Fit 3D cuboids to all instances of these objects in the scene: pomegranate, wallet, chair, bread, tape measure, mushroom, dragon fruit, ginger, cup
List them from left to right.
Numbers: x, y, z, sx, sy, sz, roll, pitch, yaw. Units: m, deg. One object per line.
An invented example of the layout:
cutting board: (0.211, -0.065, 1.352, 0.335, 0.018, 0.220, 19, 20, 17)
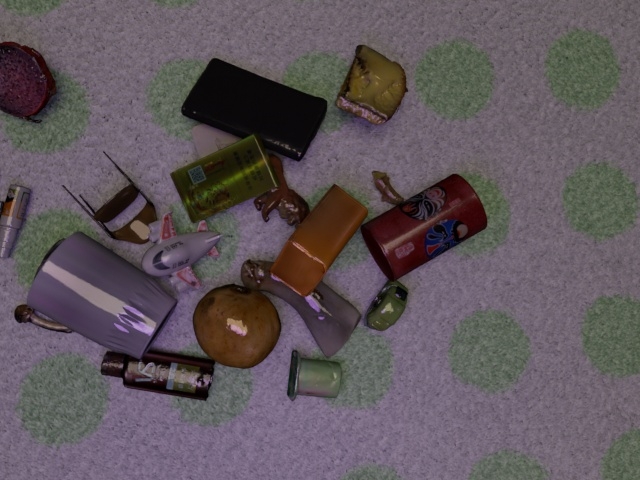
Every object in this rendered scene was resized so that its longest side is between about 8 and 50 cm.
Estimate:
dragon fruit: (-0.900, -0.496, 1.869, 0.224, 0.148, 0.218, 30, 114, -11)
mushroom: (-0.824, 0.240, 1.849, 0.187, 0.061, 0.060, 22, 97, -14)
cup: (-0.624, 0.166, 1.767, 0.372, 0.253, 0.253, 33, 83, -3)
chair: (-0.609, -0.109, 1.843, 0.159, 0.172, 0.247, -42, 83, -8)
pomegranate: (-0.243, 0.248, 1.780, 0.261, 0.260, 0.260, 0, 85, -5)
wallet: (-0.201, -0.408, 1.899, 0.406, 0.062, 0.228, 23, 72, 8)
mushroom: (-0.063, 0.174, 1.876, 0.397, 0.126, 0.177, 42, 92, -4)
bread: (0.161, -0.462, 1.932, 0.204, 0.162, 0.262, 23, 61, -1)
ginger: (0.210, -0.168, 1.967, 0.057, 0.044, 0.137, -35, 90, -25)
tape measure: (0.202, 0.203, 1.883, 0.087, 0.154, 0.177, 35, 88, -7)

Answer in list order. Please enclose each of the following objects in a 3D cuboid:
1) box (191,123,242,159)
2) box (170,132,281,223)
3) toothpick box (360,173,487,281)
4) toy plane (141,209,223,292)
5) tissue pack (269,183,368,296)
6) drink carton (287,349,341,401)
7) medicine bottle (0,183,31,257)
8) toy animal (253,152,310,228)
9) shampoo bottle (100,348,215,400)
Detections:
box: (-0.255, -0.337, 1.929, 0.285, 0.044, 0.142, -18, 70, -6)
box: (-0.290, -0.184, 1.853, 0.311, 0.043, 0.173, -22, 96, 20)
toothpick box: (0.315, -0.040, 1.884, 0.333, 0.204, 0.204, -29, 88, -5)
toy plane: (-0.413, 0.032, 1.836, 0.252, 0.118, 0.252, 2, 86, -27)
tissue pack: (0.000, 0.000, 1.799, 0.145, 0.194, 0.274, 34, 52, 3)
drink carton: (-0.017, 0.414, 1.854, 0.142, 0.144, 0.146, 9, 85, -10)
medicine bottle: (-0.948, -0.060, 1.859, 0.092, 0.061, 0.220, 10, 84, 21)
toy animal: (-0.143, -0.167, 1.922, 0.158, 0.097, 0.312, -20, 85, -16)
shampoo bottle: (-0.487, 0.393, 1.842, 0.323, 0.084, 0.129, 12, 82, -3)
